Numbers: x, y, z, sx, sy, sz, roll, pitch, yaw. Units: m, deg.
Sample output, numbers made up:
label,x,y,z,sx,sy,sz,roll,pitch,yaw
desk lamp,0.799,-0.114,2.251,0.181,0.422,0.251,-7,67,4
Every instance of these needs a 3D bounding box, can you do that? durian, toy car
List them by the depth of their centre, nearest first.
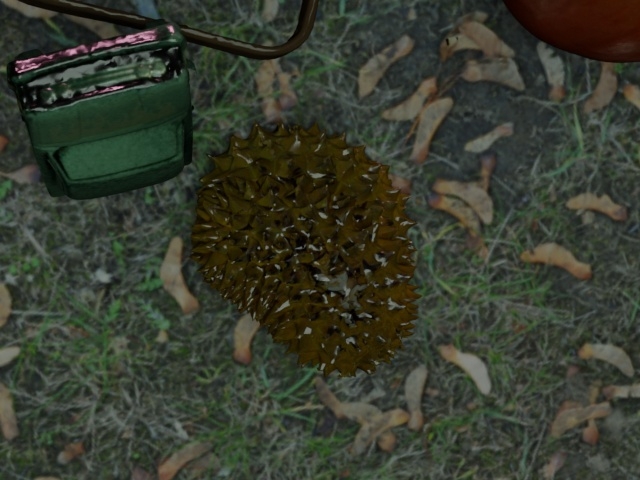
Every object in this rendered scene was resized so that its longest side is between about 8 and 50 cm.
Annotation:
label,x,y,z,sx,sy,sz,roll,pitch,yaw
toy car,-0.162,-0.091,1.330,0.141,0.320,0.097,-14,83,-7
durian,-0.004,0.006,1.475,0.250,0.138,0.183,43,100,-9

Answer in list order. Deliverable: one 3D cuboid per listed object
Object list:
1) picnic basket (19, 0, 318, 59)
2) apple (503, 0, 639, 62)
label,x,y,z,sx,sy,sz,roll,pitch,yaw
picnic basket,-0.104,-0.318,1.307,0.254,0.291,0.321,12,87,-13
apple,0.271,-0.258,1.403,0.242,0.241,0.242,-1,92,-18
